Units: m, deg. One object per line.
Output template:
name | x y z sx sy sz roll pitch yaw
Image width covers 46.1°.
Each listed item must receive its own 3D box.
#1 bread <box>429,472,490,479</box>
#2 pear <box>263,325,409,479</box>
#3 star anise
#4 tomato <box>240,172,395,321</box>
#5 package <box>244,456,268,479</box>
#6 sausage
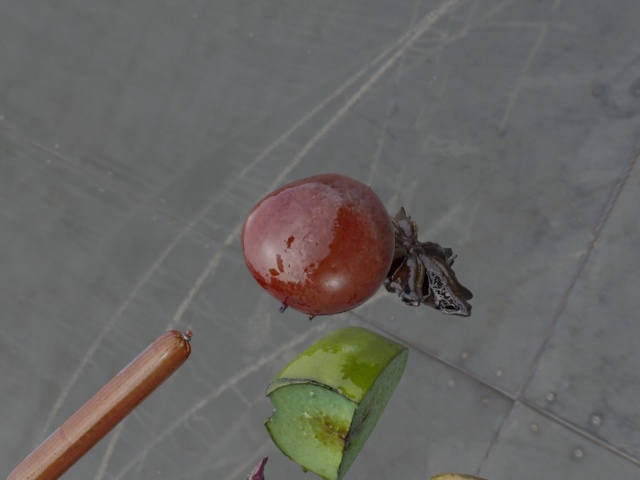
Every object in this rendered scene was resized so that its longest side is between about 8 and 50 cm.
bread | 0.202 0.335 1.022 0.110 0.110 0.025 -22 49 47
pear | 0.038 0.246 1.308 0.159 0.292 0.292 30 91 21
star anise | 0.119 0.038 1.157 0.103 0.271 0.272 -54 31 26
tomato | 0.000 0.000 0.809 0.167 0.167 0.167 -36 39 36
package | -0.094 0.332 0.995 0.083 0.029 0.059 -61 -6 -45
sausage | -0.302 0.240 1.015 0.348 0.053 0.053 -42 32 2
